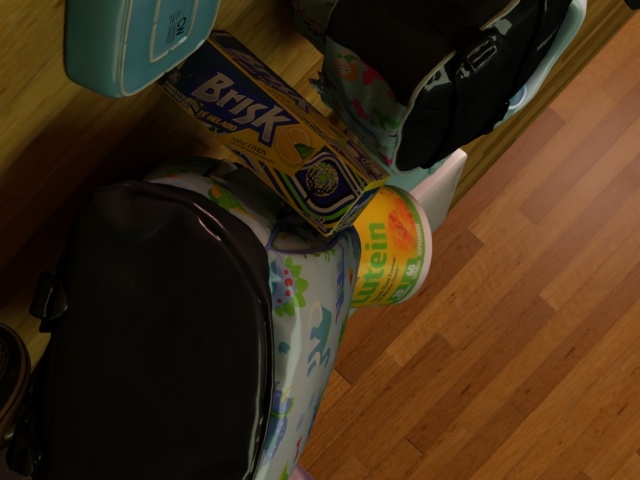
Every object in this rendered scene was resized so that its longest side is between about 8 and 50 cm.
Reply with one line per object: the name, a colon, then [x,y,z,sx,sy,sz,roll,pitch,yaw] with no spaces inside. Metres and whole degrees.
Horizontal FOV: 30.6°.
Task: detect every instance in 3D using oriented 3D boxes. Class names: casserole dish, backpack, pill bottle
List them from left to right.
casserole dish: [-0.097,-0.149,0.695,0.114,0.037,0.188,-41,170,-27]
backpack: [-0.090,0.067,0.943,0.355,0.273,0.290,-123,-138,-74]
pill bottle: [-0.012,0.008,1.240,0.245,0.136,0.136,-2,141,-41]
backpack: [0.094,-0.176,0.944,0.225,0.191,0.253,-43,163,-9]

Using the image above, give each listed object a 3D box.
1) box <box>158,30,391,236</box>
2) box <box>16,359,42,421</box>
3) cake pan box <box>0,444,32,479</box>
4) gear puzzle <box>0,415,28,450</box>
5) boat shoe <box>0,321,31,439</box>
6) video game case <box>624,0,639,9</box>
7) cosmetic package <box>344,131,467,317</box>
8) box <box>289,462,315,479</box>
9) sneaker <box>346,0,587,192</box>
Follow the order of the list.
box: [-0.033,-0.080,0.851,0.054,0.169,0.059,-52,170,18]
box: [-0.236,0.150,1.258,0.216,0.060,0.270,-33,163,-54]
cake pan box: [-0.341,0.291,1.088,0.266,0.070,0.246,-29,160,-23]
gear puzzle: [-0.371,0.258,1.137,0.175,0.044,0.339,-26,161,-31]
boat shoe: [-0.300,0.118,0.730,0.301,0.108,0.102,-28,162,-43]
video game case: [0.216,-0.307,0.864,0.035,0.248,0.275,-10,-178,18]
cosmetic package: [0.055,-0.034,1.509,0.225,0.138,0.224,-45,167,-17]
box: [-0.201,0.371,1.620,0.294,0.296,0.183,-41,169,-36]
sneaker: [0.144,-0.162,1.249,0.366,0.135,0.150,-54,-159,30]
